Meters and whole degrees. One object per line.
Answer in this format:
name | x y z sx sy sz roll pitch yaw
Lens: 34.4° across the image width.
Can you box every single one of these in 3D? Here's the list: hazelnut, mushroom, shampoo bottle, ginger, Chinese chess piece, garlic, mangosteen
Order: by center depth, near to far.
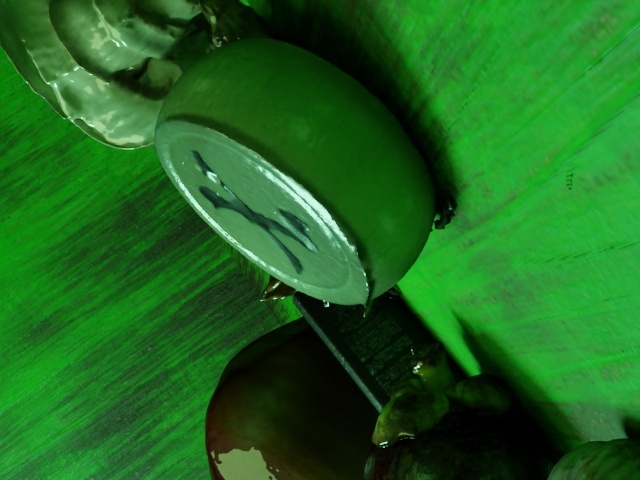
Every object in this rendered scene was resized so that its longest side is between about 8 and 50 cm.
garlic | 0.215 0.212 0.706 0.159 0.102 0.147 57 173 -12
Chinese chess piece | -0.019 -0.047 0.790 0.238 0.092 0.237 32 157 15
ginger | -0.061 -0.131 0.933 0.122 0.084 0.290 45 170 13
mangosteen | 0.130 0.202 0.980 0.192 0.192 0.217 160 106 -81
mushroom | -0.184 -0.230 1.006 0.253 0.195 0.189 54 -155 -18
shampoo bottle | 0.053 0.101 1.186 0.309 0.098 0.071 51 176 26
hazelnut | 0.012 0.268 1.358 0.365 0.366 0.366 53 172 11

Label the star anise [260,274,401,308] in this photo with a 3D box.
star anise | 0.002 -0.008 1.160 0.144 0.158 0.140 -82 -21 -51
